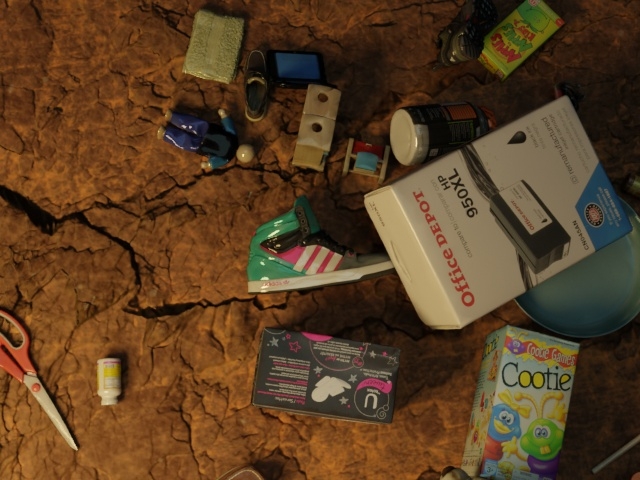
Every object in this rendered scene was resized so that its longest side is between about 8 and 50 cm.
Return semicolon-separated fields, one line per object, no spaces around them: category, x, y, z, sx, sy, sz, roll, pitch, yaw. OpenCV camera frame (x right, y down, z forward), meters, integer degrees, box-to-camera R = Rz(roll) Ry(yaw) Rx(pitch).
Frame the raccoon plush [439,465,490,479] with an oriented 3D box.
raccoon plush;0.339;0.571;1.618;0.446;0.299;0.216;43;75;5

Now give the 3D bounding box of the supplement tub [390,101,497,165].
supplement tub;0.242;-0.212;1.884;0.190;0.117;0.117;-7;77;-22

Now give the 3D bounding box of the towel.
towel;-0.212;-0.392;1.934;0.110;0.027;0.148;12;75;-4

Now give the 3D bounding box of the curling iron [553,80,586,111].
curling iron;0.515;-0.209;1.941;0.068;0.035;0.274;3;64;-7

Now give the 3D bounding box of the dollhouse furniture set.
dollhouse furniture set;0.050;-0.206;1.865;0.184;0.129;0.129;12;75;-3

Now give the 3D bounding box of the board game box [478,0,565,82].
board game box;0.413;-0.423;2.003;0.181;0.043;0.092;-43;84;-14

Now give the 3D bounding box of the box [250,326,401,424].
box;0.004;0.249;1.730;0.247;0.163;0.142;10;79;-4

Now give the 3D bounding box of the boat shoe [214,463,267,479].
boat shoe;-0.206;0.527;1.661;0.123;0.116;0.324;39;75;4

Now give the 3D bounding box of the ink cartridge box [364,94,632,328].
ink cartridge box;0.323;-0.048;1.762;0.395;0.166;0.285;-28;92;-15

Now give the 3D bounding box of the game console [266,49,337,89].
game console;-0.037;-0.339;1.907;0.122;0.107;0.071;-2;104;-21

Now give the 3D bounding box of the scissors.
scissors;-0.520;0.247;1.745;0.297;0.021;0.109;40;74;6

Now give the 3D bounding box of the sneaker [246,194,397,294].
sneaker;0.000;0.000;1.818;0.295;0.124;0.178;-7;87;-7

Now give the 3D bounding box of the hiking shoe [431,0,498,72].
hiking shoe;0.287;-0.435;1.966;0.086;0.114;0.227;50;44;-23

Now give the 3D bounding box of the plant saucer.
plant saucer;0.502;0.038;1.901;0.317;0.044;0.317;2;76;-7

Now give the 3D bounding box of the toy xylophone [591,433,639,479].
toy xylophone;0.646;0.465;1.775;0.323;0.081;0.236;-38;76;-12

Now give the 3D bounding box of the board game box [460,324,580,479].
board game box;0.365;0.313;1.764;0.142;0.144;0.275;15;76;-3

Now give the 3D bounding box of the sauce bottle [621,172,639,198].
sauce bottle;0.678;-0.094;1.952;0.128;0.042;0.042;26;75;2

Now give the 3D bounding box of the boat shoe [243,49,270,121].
boat shoe;-0.125;-0.314;1.913;0.056;0.049;0.152;-1;76;-6

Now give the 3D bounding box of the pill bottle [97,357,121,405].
pill bottle;-0.384;0.257;1.746;0.043;0.043;0.083;-2;77;-7

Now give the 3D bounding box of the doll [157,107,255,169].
doll;-0.217;-0.202;1.877;0.189;0.046;0.129;22;76;0
